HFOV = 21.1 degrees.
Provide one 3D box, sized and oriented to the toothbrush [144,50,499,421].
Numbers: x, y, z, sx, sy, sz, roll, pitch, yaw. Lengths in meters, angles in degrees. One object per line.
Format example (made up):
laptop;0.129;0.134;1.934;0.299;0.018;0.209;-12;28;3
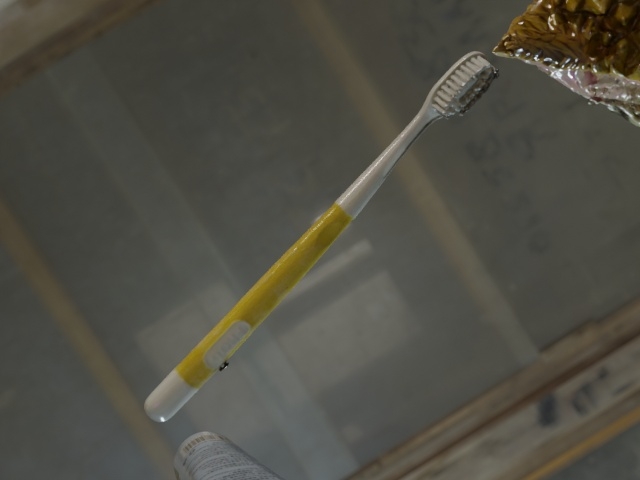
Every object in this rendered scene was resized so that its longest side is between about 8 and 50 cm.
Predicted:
toothbrush;0.000;0.000;0.999;0.021;0.288;0.024;42;-178;-26

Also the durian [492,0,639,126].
durian;0.309;-0.212;1.559;0.305;0.196;0.185;19;-179;-33

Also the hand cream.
hand cream;-0.078;0.203;1.423;0.271;0.091;0.058;-170;72;-75
